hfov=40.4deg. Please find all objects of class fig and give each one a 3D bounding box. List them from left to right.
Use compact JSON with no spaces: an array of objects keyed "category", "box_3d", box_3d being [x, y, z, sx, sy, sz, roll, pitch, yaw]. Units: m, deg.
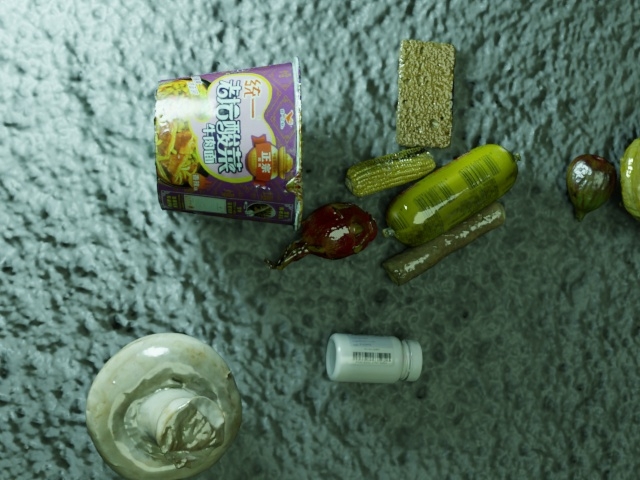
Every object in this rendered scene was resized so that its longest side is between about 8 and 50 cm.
[{"category":"fig","box_3d":[0.596,-0.115,1.942,0.103,0.109,0.154,-1,121,-34]}]

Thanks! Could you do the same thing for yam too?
[{"category":"yam","box_3d":[0.272,0.002,1.878,0.300,0.066,0.066,-30,99,-11]}]

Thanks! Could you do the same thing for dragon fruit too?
[{"category":"dragon fruit","box_3d":[0.000,0.000,1.785,0.246,0.125,0.125,-27,101,-5]}]

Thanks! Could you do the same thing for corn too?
[{"category":"corn","box_3d":[0.148,-0.147,1.840,0.203,0.072,0.072,-16,96,-14]}]

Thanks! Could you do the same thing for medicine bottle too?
[{"category":"medicine bottle","box_3d":[0.112,0.249,1.829,0.187,0.103,0.102,4,92,-14]}]

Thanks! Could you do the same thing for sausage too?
[{"category":"sausage","box_3d":[0.277,-0.097,1.845,0.347,0.123,0.123,-30,99,-10]}]

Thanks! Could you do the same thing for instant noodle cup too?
[{"category":"instant noodle cup","box_3d":[-0.171,-0.180,1.643,0.266,0.340,0.339,-1,93,-6]}]

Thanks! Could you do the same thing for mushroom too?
[{"category":"mushroom","box_3d":[-0.291,0.325,1.638,0.298,0.290,0.297,0,92,-15]}]

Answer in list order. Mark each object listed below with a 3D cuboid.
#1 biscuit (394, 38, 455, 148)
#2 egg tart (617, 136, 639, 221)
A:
[{"category":"biscuit","box_3d":[0.226,-0.314,1.873,0.131,0.025,0.230,3,92,-13]},{"category":"egg tart","box_3d":[0.751,-0.138,1.938,0.290,0.115,0.290,0,91,-49]}]
